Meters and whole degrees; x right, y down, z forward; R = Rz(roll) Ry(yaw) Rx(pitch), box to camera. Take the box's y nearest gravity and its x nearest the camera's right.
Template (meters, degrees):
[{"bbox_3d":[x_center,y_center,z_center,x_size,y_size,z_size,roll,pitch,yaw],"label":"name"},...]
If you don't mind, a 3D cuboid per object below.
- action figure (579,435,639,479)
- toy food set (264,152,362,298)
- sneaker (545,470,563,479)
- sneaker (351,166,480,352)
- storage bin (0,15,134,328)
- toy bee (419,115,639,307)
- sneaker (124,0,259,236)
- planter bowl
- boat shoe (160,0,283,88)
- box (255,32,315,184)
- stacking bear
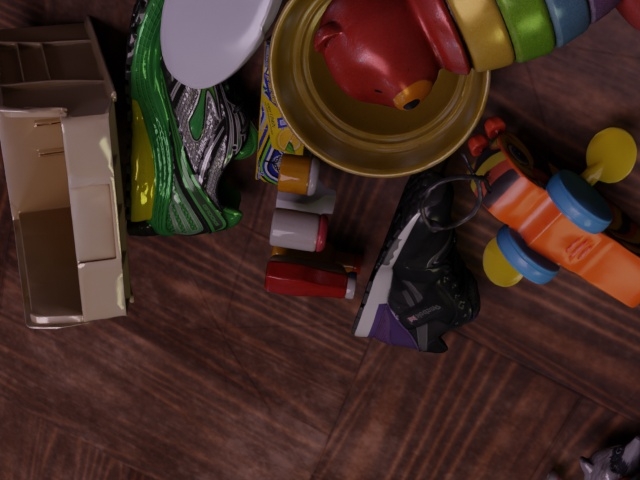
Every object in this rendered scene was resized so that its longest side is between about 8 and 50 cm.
[{"bbox_3d":[0.410,0.292,1.210,0.330,0.178,0.341,29,132,44],"label":"action figure"},{"bbox_3d":[0.000,0.000,1.244,0.104,0.111,0.232,9,151,-1],"label":"toy food set"},{"bbox_3d":[0.296,0.334,1.397,0.070,0.051,0.134,12,127,17],"label":"sneaker"},{"bbox_3d":[0.124,0.027,1.244,0.124,0.107,0.283,20,148,2],"label":"sneaker"},{"bbox_3d":[-0.289,-0.078,1.285,0.123,0.260,0.262,-8,123,-14],"label":"storage bin"},{"bbox_3d":[0.216,-0.052,1.136,0.195,0.162,0.298,-30,133,15],"label":"toy bee"},{"bbox_3d":[-0.137,-0.165,1.268,0.146,0.134,0.344,2,119,-5],"label":"sneaker"},{"bbox_3d":[0.063,-0.179,1.154,0.217,0.090,0.217,4,114,10],"label":"planter bowl"},{"bbox_3d":[-0.057,-0.285,1.129,0.108,0.102,0.301,32,114,14],"label":"boat shoe"},{"bbox_3d":[-0.032,-0.143,1.251,0.054,0.059,0.169,14,125,12],"label":"box"},{"bbox_3d":[0.135,-0.209,0.998,0.289,0.175,0.164,-26,79,6],"label":"stacking bear"}]
